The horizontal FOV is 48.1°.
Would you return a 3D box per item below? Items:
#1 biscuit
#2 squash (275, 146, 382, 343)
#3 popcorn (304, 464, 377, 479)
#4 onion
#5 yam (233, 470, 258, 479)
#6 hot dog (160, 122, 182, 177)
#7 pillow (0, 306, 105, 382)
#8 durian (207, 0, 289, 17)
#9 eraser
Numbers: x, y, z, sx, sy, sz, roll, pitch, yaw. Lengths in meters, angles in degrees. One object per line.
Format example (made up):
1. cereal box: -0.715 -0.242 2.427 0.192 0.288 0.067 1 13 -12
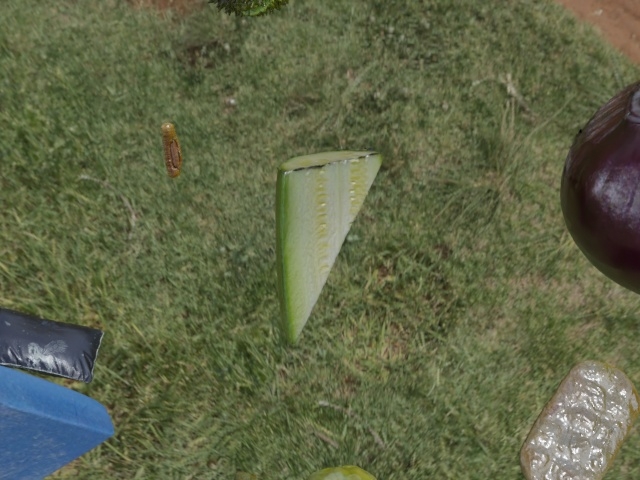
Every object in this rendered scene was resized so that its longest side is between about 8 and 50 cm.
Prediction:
1. biscuit: 0.225 0.164 0.620 0.071 0.018 0.147 39 62 12
2. squash: 0.000 0.000 1.199 0.203 0.111 0.289 -14 109 -29
3. popcorn: 0.055 0.513 1.018 0.293 0.292 0.334 8 63 32
4. onion: 0.433 -0.054 0.855 0.260 0.282 0.337 -26 43 -4
5. yam: -0.123 0.453 1.157 0.069 0.070 0.147 13 78 8
6. hot dog: -0.349 -0.212 1.693 0.044 0.137 0.028 -20 31 -33
7. pillow: -0.524 0.198 1.355 0.208 0.055 0.141 14 37 -14
8. durian: -0.081 -0.315 0.731 0.146 0.159 0.198 -40 43 3
9. eraser: -0.344 0.207 0.614 0.311 0.144 0.043 -32 53 13
